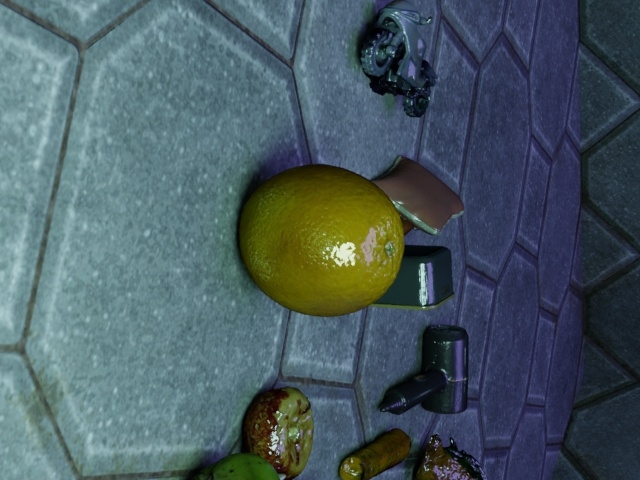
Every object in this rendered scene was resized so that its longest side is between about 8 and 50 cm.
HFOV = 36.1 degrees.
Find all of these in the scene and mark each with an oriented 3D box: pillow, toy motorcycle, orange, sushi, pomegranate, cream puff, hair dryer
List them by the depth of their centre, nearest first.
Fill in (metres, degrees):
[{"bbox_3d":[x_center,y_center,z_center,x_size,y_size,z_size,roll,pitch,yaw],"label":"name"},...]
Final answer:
[{"bbox_3d":[-0.108,0.360,1.352,0.131,0.152,0.191,68,19,10],"label":"pomegranate"},{"bbox_3d":[0.000,0.000,1.391,0.236,0.236,0.236,7,90,-65],"label":"orange"},{"bbox_3d":[-0.067,0.291,1.491,0.149,0.084,0.149,2,90,-67],"label":"cream puff"},{"bbox_3d":[0.150,-0.333,1.777,0.270,0.106,0.159,30,75,-59],"label":"toy motorcycle"},{"bbox_3d":[0.183,-0.079,1.873,0.075,0.171,0.179,-56,171,30],"label":"pillow"},{"bbox_3d":[0.217,0.299,2.103,0.352,0.107,0.189,-11,104,-58],"label":"hair dryer"},{"bbox_3d":[0.293,0.535,2.269,0.140,0.149,0.287,-47,116,-13],"label":"sushi"}]

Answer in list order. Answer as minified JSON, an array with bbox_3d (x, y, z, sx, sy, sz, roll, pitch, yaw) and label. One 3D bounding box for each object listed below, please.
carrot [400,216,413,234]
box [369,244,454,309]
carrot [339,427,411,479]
[{"bbox_3d":[0.168,-0.047,1.937,0.336,0.069,0.069,-40,132,-51],"label":"carrot"},{"bbox_3d":[0.123,0.059,1.705,0.144,0.201,0.090,-20,110,-61],"label":"box"},{"bbox_3d":[0.112,0.425,1.932,0.260,0.070,0.070,-3,99,-64],"label":"carrot"}]
